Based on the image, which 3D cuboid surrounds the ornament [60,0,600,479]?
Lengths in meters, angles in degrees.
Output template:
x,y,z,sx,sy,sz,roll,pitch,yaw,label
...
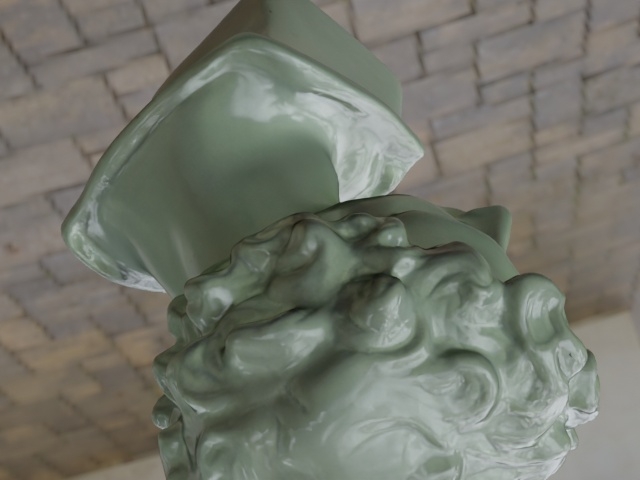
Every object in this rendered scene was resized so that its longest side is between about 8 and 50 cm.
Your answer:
x,y,z,sx,sy,sz,roll,pitch,yaw,label
-0.013,0.006,0.586,0.120,0.285,0.130,29,105,-29,ornament
